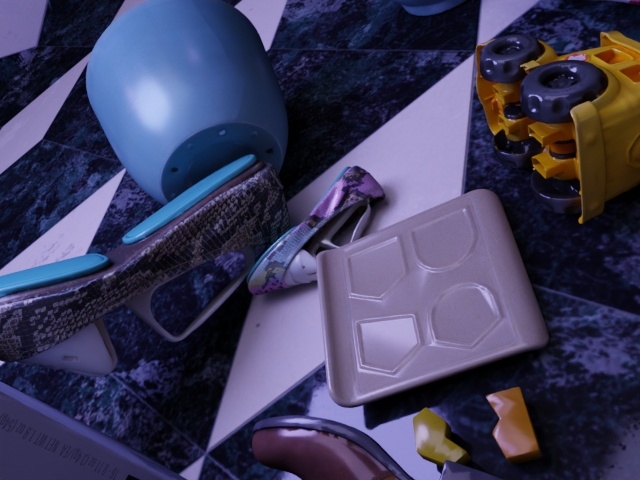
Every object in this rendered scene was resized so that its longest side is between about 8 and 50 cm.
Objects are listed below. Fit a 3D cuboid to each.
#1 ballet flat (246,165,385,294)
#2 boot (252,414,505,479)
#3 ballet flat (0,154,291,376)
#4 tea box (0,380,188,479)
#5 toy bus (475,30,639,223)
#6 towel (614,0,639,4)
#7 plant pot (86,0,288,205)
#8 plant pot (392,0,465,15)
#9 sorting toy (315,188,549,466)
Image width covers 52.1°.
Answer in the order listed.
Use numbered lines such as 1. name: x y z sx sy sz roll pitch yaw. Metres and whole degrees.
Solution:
1. ballet flat: 0.000 0.000 0.849 0.079 0.077 0.221 40 83 23
2. boot: 0.013 0.305 0.538 0.264 0.096 0.281 14 67 20
3. ballet flat: -0.233 0.058 0.811 0.482 0.182 0.164 -28 15 -25
4. tea box: -0.347 0.315 0.639 0.220 0.329 0.324 8 62 43
5. toy bus: 0.296 -0.155 0.698 0.211 0.149 0.220 -25 39 0
6. towel: 0.376 -0.398 0.841 0.328 0.037 0.237 17 67 26
7. plant pot: -0.183 -0.178 0.990 0.293 0.293 0.235 -34 54 9
8. plant pot: 0.169 -0.489 1.038 0.293 0.196 0.293 -21 45 23
9. sorting toy: 0.114 0.098 0.689 0.229 0.041 0.307 -20 48 16
